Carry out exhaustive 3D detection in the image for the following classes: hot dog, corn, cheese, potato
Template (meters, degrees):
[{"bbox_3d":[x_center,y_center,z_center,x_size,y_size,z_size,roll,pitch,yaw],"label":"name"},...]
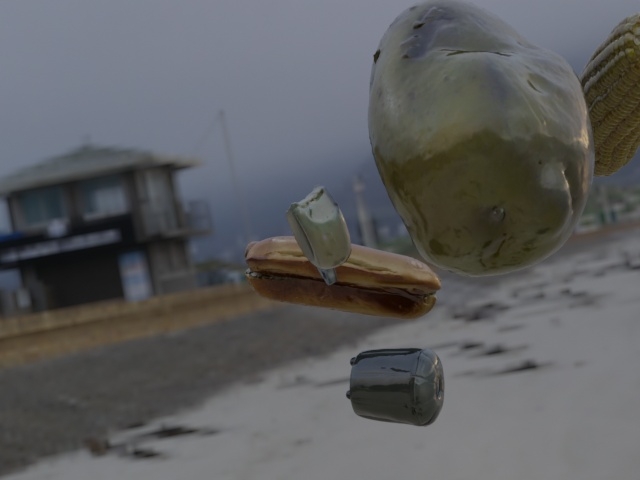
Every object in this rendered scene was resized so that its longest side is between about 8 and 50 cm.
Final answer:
[{"bbox_3d":[0.027,0.040,2.112,0.249,0.068,0.100,9,-42,2],"label":"hot dog"},{"bbox_3d":[0.253,-0.120,1.423,0.080,0.080,0.231,-10,-18,-11],"label":"corn"},{"bbox_3d":[-0.003,-0.006,1.887,0.047,0.092,0.171,-26,-11,-9],"label":"cheese"},{"bbox_3d":[0.099,-0.064,1.075,0.154,0.137,0.200,21,28,-22],"label":"potato"}]

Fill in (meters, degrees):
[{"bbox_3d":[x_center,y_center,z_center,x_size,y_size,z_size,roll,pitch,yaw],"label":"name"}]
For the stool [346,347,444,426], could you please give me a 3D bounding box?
[{"bbox_3d":[0.091,0.175,2.034,0.110,0.096,0.096,1,3,22],"label":"stool"}]
